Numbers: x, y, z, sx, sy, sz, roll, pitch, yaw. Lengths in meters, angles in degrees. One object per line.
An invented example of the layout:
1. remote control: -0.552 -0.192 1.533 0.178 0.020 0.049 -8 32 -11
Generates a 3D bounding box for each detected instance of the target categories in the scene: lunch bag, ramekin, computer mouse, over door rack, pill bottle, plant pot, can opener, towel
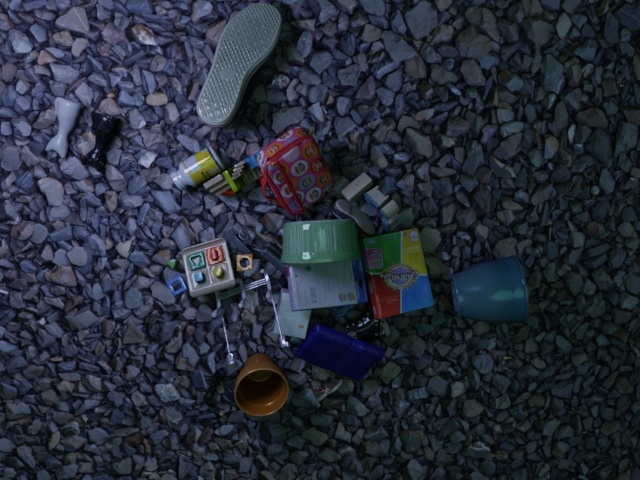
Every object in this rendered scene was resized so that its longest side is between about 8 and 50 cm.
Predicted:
1. lunch bag: -0.103 -0.240 1.780 0.258 0.120 0.293 -35 136 -5
2. ramekin: 0.000 0.000 1.805 0.303 0.303 0.148 -3 91 -7
3. computer mouse: -0.344 0.651 1.977 0.262 0.060 0.184 31 93 -11
4. over door rack: -0.274 0.292 1.840 0.239 0.108 0.324 -19 77 6
5. pill bottle: -0.454 -0.263 1.796 0.184 0.103 0.103 -32 102 -1
6. plant pot: -0.235 0.544 1.902 0.205 0.188 0.205 -3 107 -10
7. lunch bag: 0.087 0.264 1.969 0.098 0.065 0.067 -42 102 1
8. can opener: -0.215 0.055 1.907 0.283 0.076 0.095 40 124 -12
9. towel: 0.077 0.443 1.954 0.308 0.076 0.227 23 130 -13
10. plant pot: 0.661 0.207 1.948 0.255 0.271 0.271 -7 100 8

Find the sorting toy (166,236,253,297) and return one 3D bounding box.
1. sorting toy: -0.428 0.100 1.847 0.348 0.047 0.196 -17 78 1

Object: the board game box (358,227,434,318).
1. board game box: 0.300 0.127 1.925 0.242 0.064 0.316 -12 88 -15

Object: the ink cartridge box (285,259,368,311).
1. ink cartridge box: 0.027 0.169 1.893 0.311 0.065 0.186 -3 77 -21

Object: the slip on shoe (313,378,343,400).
1. slip on shoe: 0.032 0.615 2.030 0.135 0.051 0.041 -37 90 6

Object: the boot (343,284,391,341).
1. boot: 0.174 0.310 1.980 0.178 0.085 0.236 -20 100 -1

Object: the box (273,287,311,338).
1. box: -0.109 0.288 1.934 0.130 0.091 0.170 12 97 -9

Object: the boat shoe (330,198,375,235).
1. boat shoe: 0.128 -0.084 1.934 0.206 0.075 0.065 37 136 -17

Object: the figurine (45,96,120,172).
1. figurine: -0.856 -0.376 1.738 0.215 0.092 0.209 20 100 -9

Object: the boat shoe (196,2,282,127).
1. boat shoe: -0.292 -0.620 1.741 0.187 0.156 0.500 25 83 -6

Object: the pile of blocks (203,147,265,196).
1. pile of blocks: -0.246 -0.252 1.802 0.362 0.149 0.112 -31 101 -2

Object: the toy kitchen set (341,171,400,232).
1. toy kitchen set: 0.201 -0.130 1.922 0.122 0.166 0.207 -39 66 -6
